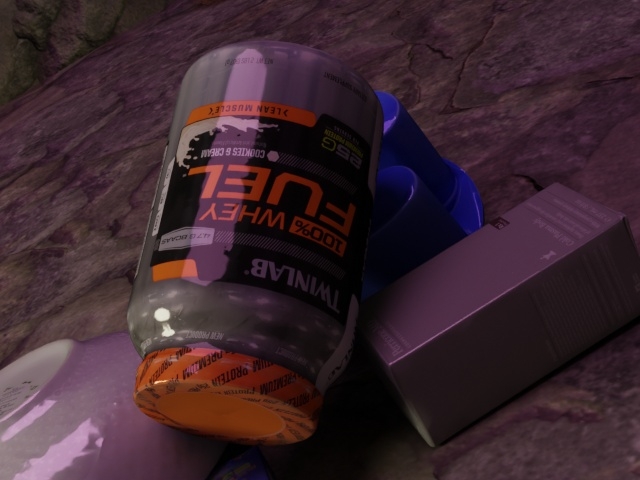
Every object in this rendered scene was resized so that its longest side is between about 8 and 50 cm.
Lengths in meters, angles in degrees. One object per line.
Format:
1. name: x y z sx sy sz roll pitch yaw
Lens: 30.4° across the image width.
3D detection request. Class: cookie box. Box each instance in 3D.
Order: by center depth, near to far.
1. cookie box: -0.075 0.234 0.993 0.092 0.040 0.107 -30 22 -1

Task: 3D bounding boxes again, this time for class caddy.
1. caddy: 0.000 0.000 1.242 0.341 0.179 0.241 -21 47 14

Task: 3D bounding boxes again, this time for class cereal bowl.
1. cereal bowl: -0.254 0.193 1.101 0.339 0.141 0.339 -29 17 10

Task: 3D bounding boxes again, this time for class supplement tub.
1. supplement tub: -0.055 0.003 1.016 0.194 0.193 0.316 -11 58 34

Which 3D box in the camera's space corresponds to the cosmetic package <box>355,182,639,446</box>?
1. cosmetic package: 0.154 0.060 1.028 0.238 0.107 0.127 -30 25 -9
